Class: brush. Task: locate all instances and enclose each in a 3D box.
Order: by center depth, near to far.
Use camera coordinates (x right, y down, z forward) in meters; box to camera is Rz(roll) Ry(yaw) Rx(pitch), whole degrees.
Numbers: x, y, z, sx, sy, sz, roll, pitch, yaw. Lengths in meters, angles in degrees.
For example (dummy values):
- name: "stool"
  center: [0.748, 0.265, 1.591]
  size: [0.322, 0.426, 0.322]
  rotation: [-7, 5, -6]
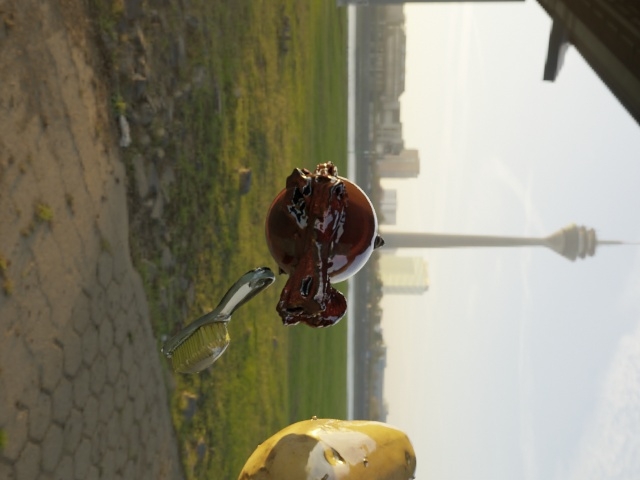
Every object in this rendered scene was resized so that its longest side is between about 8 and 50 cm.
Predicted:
- name: "brush"
  center: [-0.141, 0.125, 0.909]
  size: [0.297, 0.068, 0.060]
  rotation: [-42, -119, 46]

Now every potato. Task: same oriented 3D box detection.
- name: "potato"
  center: [0.014, 0.289, 0.795]
  size: [0.161, 0.235, 0.128]
  rotation: [-102, -159, -44]

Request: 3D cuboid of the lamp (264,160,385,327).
- name: "lamp"
  center: [-0.010, 0.000, 0.868]
  size: [0.223, 0.151, 0.215]
  rotation: [2, 88, -64]
